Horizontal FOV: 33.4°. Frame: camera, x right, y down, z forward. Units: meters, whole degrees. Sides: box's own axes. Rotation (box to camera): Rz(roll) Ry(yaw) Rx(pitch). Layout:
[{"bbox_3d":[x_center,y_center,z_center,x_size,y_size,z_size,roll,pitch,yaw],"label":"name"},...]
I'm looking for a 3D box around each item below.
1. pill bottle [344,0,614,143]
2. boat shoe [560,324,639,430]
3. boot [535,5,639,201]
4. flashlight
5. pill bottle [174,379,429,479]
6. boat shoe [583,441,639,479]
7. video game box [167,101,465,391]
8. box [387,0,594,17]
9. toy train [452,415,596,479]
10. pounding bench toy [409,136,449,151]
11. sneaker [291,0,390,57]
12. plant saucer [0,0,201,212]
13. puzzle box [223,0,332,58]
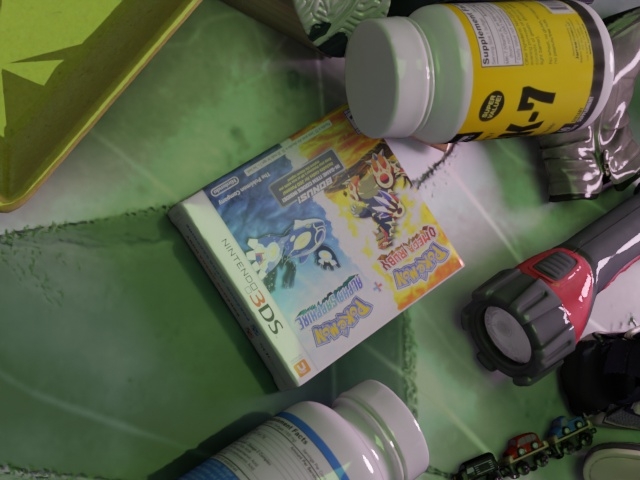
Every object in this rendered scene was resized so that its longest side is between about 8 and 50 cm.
[{"bbox_3d":[0.134,-0.144,0.917,0.208,0.119,0.119,-7,80,-23],"label":"pill bottle"},{"bbox_3d":[0.414,0.133,1.018,0.341,0.158,0.127,1,77,-22],"label":"boat shoe"},{"bbox_3d":[0.300,-0.142,1.094,0.246,0.083,0.161,-28,99,-24],"label":"boot"},{"bbox_3d":[0.273,0.025,1.026,0.304,0.103,0.103,-29,93,-31],"label":"flashlight"},{"bbox_3d":[-0.025,0.204,0.840,0.221,0.124,0.124,-29,89,-26],"label":"pill bottle"},{"bbox_3d":[0.340,0.228,1.032,0.206,0.075,0.065,16,29,-13],"label":"boat shoe"},{"bbox_3d":[0.000,0.000,0.942,0.205,0.048,0.187,-34,94,-25],"label":"video game box"},{"bbox_3d":[0.144,-0.284,0.997,0.207,0.108,0.153,-8,90,-38],"label":"box"},{"bbox_3d":[0.189,0.196,0.985,0.158,0.027,0.036,-17,74,-24],"label":"toy train"},{"bbox_3d":[0.117,-0.136,1.011,0.052,0.065,0.083,22,70,-16],"label":"pounding bench toy"},{"bbox_3d":[-0.004,-0.288,0.928,0.094,0.153,0.235,-20,123,5],"label":"sneaker"},{"bbox_3d":[-0.266,-0.245,0.840,0.333,0.081,0.333,41,81,-10],"label":"plant saucer"},{"bbox_3d":[-0.031,-0.409,1.022,0.272,0.052,0.409,26,69,-14],"label":"puzzle box"}]
